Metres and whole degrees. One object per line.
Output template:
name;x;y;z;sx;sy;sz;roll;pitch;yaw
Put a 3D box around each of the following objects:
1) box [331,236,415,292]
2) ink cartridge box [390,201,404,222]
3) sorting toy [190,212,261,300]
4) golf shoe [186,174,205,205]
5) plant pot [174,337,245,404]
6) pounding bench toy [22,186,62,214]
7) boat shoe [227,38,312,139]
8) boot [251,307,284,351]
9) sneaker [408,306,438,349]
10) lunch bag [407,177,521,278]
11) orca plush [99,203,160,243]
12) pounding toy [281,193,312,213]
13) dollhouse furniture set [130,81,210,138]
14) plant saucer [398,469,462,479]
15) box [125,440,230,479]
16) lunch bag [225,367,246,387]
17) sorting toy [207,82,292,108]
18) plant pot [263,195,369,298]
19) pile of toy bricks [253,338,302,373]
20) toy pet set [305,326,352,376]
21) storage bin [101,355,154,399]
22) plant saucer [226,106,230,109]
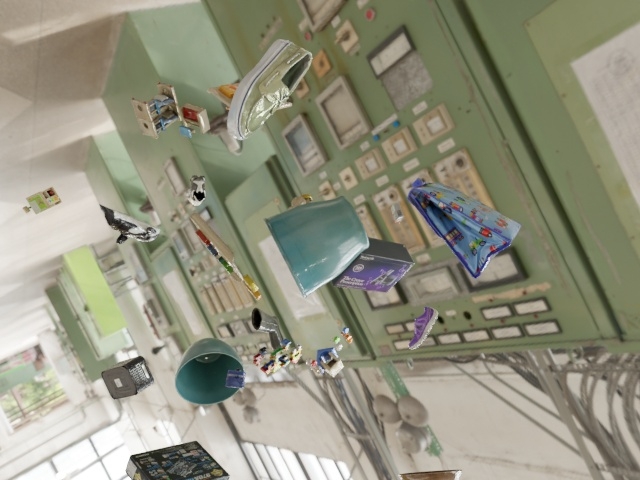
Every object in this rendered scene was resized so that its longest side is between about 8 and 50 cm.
box;0.181;0.089;1.726;0.261;0.103;0.184;10;129;-34
ink cartridge box;0.311;-0.109;1.943;0.029;0.063;0.115;-16;168;-3
sorting toy;-0.310;0.066;1.543;0.041;0.307;0.229;-39;163;-17
golf shoe;-0.526;-0.189;2.010;0.077;0.094;0.198;-4;153;-17
plant pot;-0.487;0.541;2.075;0.290;0.290;0.195;-27;-148;-2
pounding bench toy;-0.803;-0.111;1.362;0.083;0.052;0.065;-21;-163;13
boat shoe;-0.121;-0.368;1.148;0.302;0.094;0.109;-64;159;-18
boot;-0.235;0.406;2.133;0.076;0.190;0.208;-21;159;4
sneaker;0.365;0.320;1.734;0.170;0.071;0.068;-59;158;-6
lunch bag;0.362;-0.069;1.257;0.138;0.293;0.221;-54;165;27
orca plush;-0.647;-0.027;1.593;0.287;0.151;0.102;84;31;-84
pounding toy;-0.079;-0.120;1.799;0.182;0.110;0.236;-28;158;27
dollhouse furniture set;-0.477;-0.405;1.517;0.129;0.183;0.129;-52;153;-37
plant saucer;0.341;0.734;1.466;0.198;0.036;0.199;-4;155;-2
box;-0.383;0.627;1.281;0.175;0.051;0.220;22;-174;39
lunch bag;-0.295;0.479;1.653;0.067;0.065;0.098;8;161;-9
sorting toy;-0.223;-0.459;1.500;0.193;0.208;0.038;-27;143;-39
plant pot;0.000;0.000;1.449;0.255;0.272;0.271;-27;-179;-5
pile of toy bricks;-0.180;0.493;1.932;0.118;0.105;0.212;23;-151;32
toy pet set;0.016;0.266;1.142;0.122;0.114;0.065;-41;-134;-20
storage bin;-0.740;0.526;1.819;0.180;0.122;0.084;-21;-176;32
plant saucer;-0.271;-0.448;1.561;0.083;0.013;0.083;-20;-162;7
